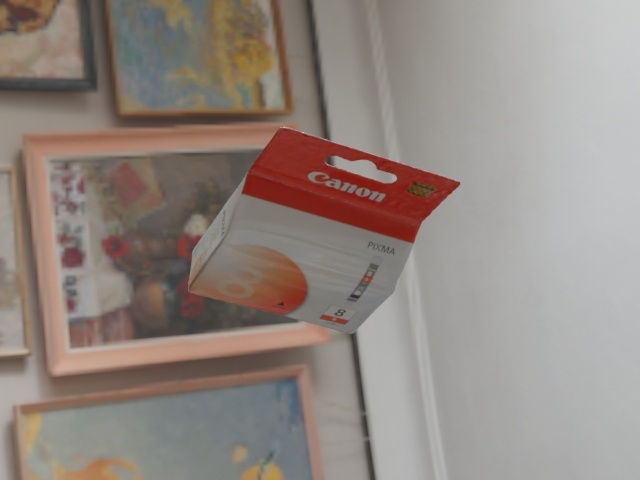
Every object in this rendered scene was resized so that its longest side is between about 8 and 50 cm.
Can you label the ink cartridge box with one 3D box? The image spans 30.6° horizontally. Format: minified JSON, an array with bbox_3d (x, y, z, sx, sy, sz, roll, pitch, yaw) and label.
[{"bbox_3d":[0.000,0.000,0.863,0.179,0.146,0.045,132,-32,-51],"label":"ink cartridge box"}]
